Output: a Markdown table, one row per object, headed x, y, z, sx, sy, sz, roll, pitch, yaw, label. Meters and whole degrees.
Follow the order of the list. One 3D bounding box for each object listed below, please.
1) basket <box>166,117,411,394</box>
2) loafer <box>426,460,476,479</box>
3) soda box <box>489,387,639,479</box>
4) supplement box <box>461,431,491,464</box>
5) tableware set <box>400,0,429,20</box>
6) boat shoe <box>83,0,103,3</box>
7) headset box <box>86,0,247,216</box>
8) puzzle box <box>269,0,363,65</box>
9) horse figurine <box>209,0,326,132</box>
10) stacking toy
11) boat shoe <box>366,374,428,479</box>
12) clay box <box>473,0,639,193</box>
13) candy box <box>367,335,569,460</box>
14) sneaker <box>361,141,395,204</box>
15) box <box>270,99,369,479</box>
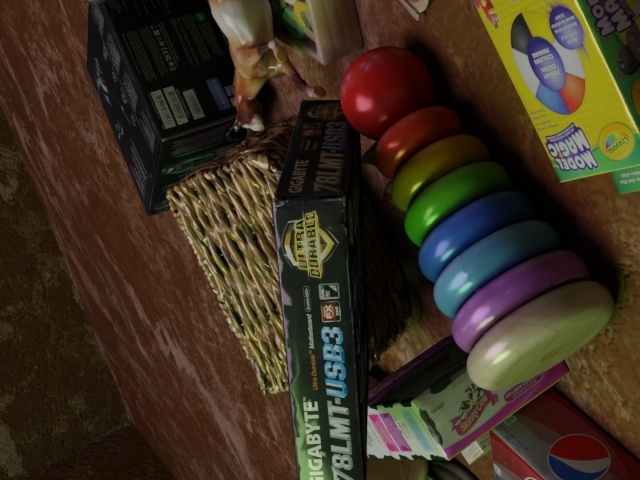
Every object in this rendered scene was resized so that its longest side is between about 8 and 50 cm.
| x | y | z | sx | sy | sz | roll | pitch | yaw | label |
| --- | --- | --- | --- | --- | --- | --- | --- | --- | --- |
| 0.000 | 0.000 | 1.503 | 0.213 | 0.223 | 0.299 | -19 | 100 | 38 | basket |
| 0.185 | 0.366 | 1.550 | 0.251 | 0.087 | 0.094 | 38 | 150 | 48 | loafer |
| 0.276 | 0.260 | 1.180 | 0.263 | 0.083 | 0.092 | 42 | 154 | 42 | soda box |
| 0.168 | 0.206 | 1.448 | 0.098 | 0.036 | 0.062 | 56 | 160 | 14 | supplement box |
| 0.063 | -0.276 | 1.069 | 0.141 | 0.020 | 0.169 | 57 | 160 | 10 | tableware set |
| -0.269 | -0.329 | 1.468 | 0.103 | 0.285 | 0.092 | 70 | -156 | -67 | boat shoe |
| -0.208 | -0.197 | 1.644 | 0.246 | 0.131 | 0.283 | 65 | 162 | 14 | headset box |
| -0.089 | -0.398 | 1.234 | 0.272 | 0.052 | 0.409 | 38 | 151 | 50 | puzzle box |
| -0.076 | -0.232 | 1.242 | 0.174 | 0.066 | 0.263 | 20 | 133 | 66 | horse figurine |
| 0.119 | -0.035 | 1.118 | 0.330 | 0.141 | 0.141 | 60 | 162 | 22 | stacking toy |
| 0.062 | 0.240 | 1.682 | 0.098 | 0.109 | 0.302 | 34 | -173 | -44 | boat shoe |
| 0.190 | -0.130 | 0.902 | 0.222 | 0.053 | 0.127 | 64 | 161 | -5 | clay box |
| 0.132 | 0.158 | 1.287 | 0.071 | 0.159 | 0.233 | 58 | 161 | 0 | candy box |
| 0.103 | -0.041 | 1.209 | 0.161 | 0.075 | 0.057 | 54 | 160 | 20 | sneaker |
| 0.008 | 0.043 | 1.203 | 0.295 | 0.073 | 0.293 | -83 | -11 | -66 | box |
